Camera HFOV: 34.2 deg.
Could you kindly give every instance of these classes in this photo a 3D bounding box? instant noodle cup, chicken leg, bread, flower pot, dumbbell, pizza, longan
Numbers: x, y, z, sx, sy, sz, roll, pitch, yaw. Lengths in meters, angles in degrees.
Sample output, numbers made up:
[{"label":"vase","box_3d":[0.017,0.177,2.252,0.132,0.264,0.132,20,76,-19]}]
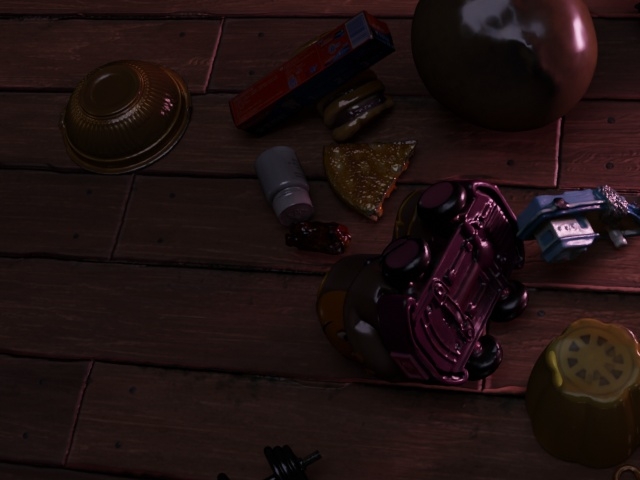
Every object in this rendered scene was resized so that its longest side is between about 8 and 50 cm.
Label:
[{"label":"instant noodle cup","box_3d":[-0.386,-0.263,1.992,0.274,0.090,0.274,-6,59,9]},{"label":"chicken leg","box_3d":[0.005,-0.001,1.728,0.089,0.048,0.219,-17,16,-26]},{"label":"bread","box_3d":[0.039,-0.290,1.920,0.134,0.081,0.225,-27,59,-5]},{"label":"flower pot","box_3d":[0.394,0.207,1.502,0.195,0.179,0.195,-5,58,8]},{"label":"dumbbell","box_3d":[-0.091,0.373,1.559,0.209,0.099,0.099,-29,59,-5]},{"label":"pizza","box_3d":[0.091,-0.134,1.846,0.176,0.036,0.185,-38,58,-12]},{"label":"longan","box_3d":[0.311,-0.336,1.766,0.319,0.319,0.318,-5,60,9]}]

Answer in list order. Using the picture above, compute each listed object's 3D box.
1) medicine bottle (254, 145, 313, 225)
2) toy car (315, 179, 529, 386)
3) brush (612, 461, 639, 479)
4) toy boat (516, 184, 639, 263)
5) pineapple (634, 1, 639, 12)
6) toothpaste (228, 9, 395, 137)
[{"label":"medicine bottle","box_3d":[-0.062,-0.095,1.831,0.080,0.080,0.130,-21,59,0]},{"label":"toy car","box_3d":[0.152,0.065,1.616,0.240,0.271,0.340,2,48,45]},{"label":"brush","box_3d":[0.434,0.461,1.444,0.090,0.017,0.314,0,60,12]},{"label":"toy boat","box_3d":[0.426,-0.021,1.642,0.238,0.109,0.098,-6,60,-29]},{"label":"pineapple","box_3d":[0.672,-0.466,1.824,0.357,0.223,0.222,1,61,22]},{"label":"toothpaste","box_3d":[-0.020,-0.292,1.853,0.320,0.076,0.066,-28,65,28]}]
